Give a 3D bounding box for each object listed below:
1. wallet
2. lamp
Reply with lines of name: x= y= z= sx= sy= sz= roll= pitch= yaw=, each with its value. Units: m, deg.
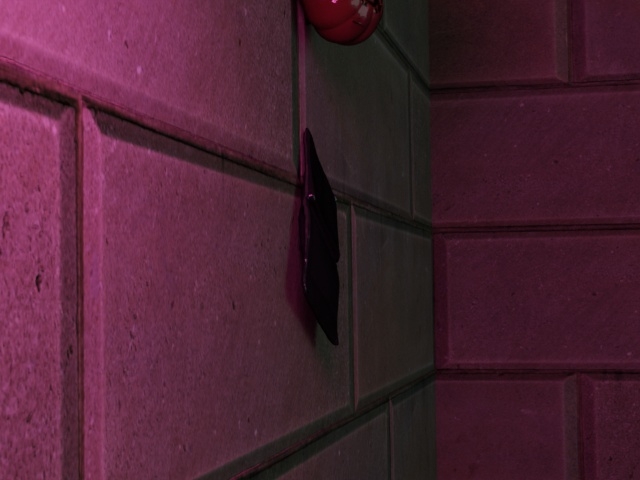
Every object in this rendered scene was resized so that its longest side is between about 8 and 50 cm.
wallet: x=0.000 y=0.000 z=2.038 sx=0.247 sy=0.041 sz=0.322 roll=68 pitch=20 yaw=-59
lamp: x=0.028 y=-0.423 z=2.023 sx=0.182 sy=0.140 sz=0.182 roll=34 pitch=50 yaw=-53
